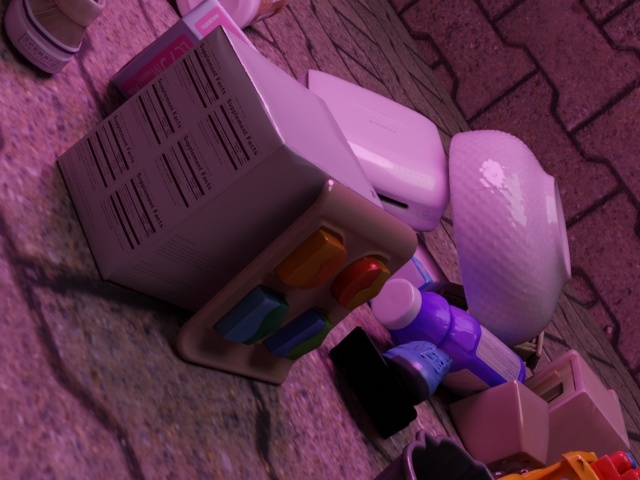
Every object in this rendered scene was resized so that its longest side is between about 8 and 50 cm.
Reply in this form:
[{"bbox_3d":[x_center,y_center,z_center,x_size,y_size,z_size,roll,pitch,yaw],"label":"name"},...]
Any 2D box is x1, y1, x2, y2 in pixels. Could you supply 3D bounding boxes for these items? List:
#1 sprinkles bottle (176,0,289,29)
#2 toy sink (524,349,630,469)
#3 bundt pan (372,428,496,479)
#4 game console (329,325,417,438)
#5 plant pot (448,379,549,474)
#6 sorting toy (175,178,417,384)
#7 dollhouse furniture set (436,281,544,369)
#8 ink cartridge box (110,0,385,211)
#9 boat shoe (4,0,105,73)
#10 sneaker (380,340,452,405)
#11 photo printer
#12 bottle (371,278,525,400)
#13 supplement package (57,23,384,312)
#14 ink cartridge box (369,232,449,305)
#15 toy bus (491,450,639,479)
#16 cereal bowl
[{"bbox_3d":[-0.131,-0.403,1.801,0.121,0.121,0.355,52,16,-7],"label":"sprinkles bottle"},{"bbox_3d":[0.387,0.279,1.800,0.131,0.152,0.234,52,17,-5],"label":"toy sink"},{"bbox_3d":[0.129,0.340,0.994,0.331,0.124,0.331,49,17,-20],"label":"bundt pan"},{"bbox_3d":[0.074,0.159,1.302,0.122,0.071,0.107,58,23,12],"label":"game console"},{"bbox_3d":[0.255,0.270,1.547,0.109,0.109,0.096,36,37,-46],"label":"plant pot"},{"bbox_3d":[-0.012,0.051,1.044,0.038,0.208,0.193,49,12,30],"label":"sorting toy"},{"bbox_3d":[0.267,0.165,1.900,0.181,0.161,0.101,15,64,-2],"label":"dollhouse furniture set"},{"bbox_3d":[-0.078,-0.101,1.233,0.311,0.185,0.065,48,57,-14],"label":"ink cartridge box"},{"bbox_3d":[-0.273,-0.283,1.198,0.109,0.094,0.302,41,19,-37],"label":"boat shoe"},{"bbox_3d":[0.117,0.145,1.318,0.069,0.082,0.209,60,-5,4],"label":"sneaker"},{"bbox_3d":[0.068,-0.134,1.699,0.256,0.107,0.307,22,25,-11],"label":"photo printer"},{"bbox_3d":[0.174,0.143,1.544,0.283,0.118,0.092,38,65,-41],"label":"bottle"},{"bbox_3d":[-0.091,-0.053,1.044,0.194,0.203,0.149,29,30,-57],"label":"supplement package"},{"bbox_3d":[0.116,0.048,1.620,0.092,0.090,0.143,58,16,15],"label":"ink cartridge box"},{"bbox_3d":[0.309,0.326,1.378,0.220,0.211,0.149,22,37,-59],"label":"toy bus"},{"bbox_3d":[0.297,-0.008,1.697,0.339,0.141,0.339,-9,90,-75],"label":"cereal bowl"}]
